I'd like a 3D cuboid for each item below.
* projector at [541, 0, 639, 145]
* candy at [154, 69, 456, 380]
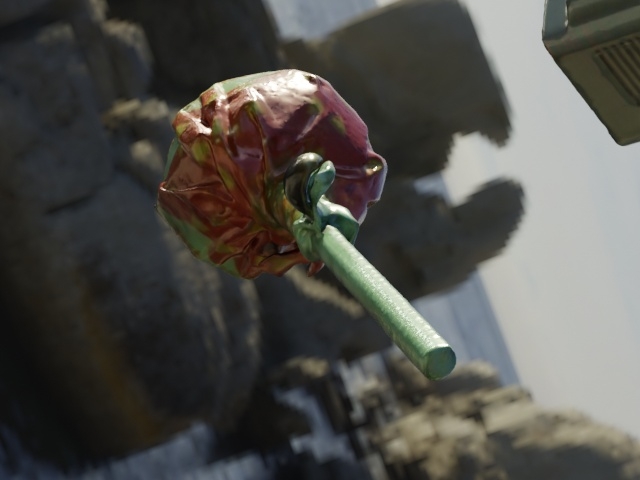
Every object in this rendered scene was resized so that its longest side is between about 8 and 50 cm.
[{"bbox_3d":[0.128,-0.111,0.556,0.061,0.115,0.147,44,44,-34],"label":"projector"},{"bbox_3d":[-0.002,0.000,0.636,0.078,0.084,0.288,51,1,-18],"label":"candy"}]
